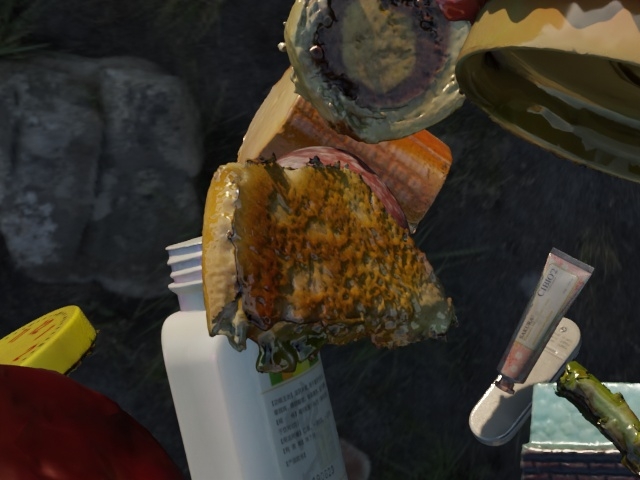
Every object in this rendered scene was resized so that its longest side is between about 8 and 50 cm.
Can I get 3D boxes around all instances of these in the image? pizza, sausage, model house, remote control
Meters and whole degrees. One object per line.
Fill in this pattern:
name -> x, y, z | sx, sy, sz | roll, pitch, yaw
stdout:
pizza -> -0.002, 0.017, 0.837 | 0.069, 0.226, 0.147 | -26, 75, 41
sausage -> 0.035, -0.141, 1.933 | 0.287, 0.233, 0.233 | 35, 107, -15
model house -> 0.405, 0.315, 1.444 | 0.280, 0.230, 0.249 | -3, 71, 27
remote control -> 0.320, 0.217, 1.835 | 0.077, 0.022, 0.245 | 29, 68, 33

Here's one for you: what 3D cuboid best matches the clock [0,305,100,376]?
clock -> -0.367, 0.153, 1.219 | 0.277, 0.293, 0.071 | -16, 109, 54

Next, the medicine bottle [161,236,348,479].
medicine bottle -> -0.066, 0.151, 1.170 | 0.124, 0.179, 0.324 | -8, 96, 32

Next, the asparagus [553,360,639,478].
asparagus -> 0.217, 0.146, 0.793 | 0.165, 0.030, 0.036 | 52, 119, 34

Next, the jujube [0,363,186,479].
jujube -> -0.145, 0.222, 0.526 | 0.258, 0.377, 0.258 | -11, 129, -14

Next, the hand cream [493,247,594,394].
hand cream -> 0.304, 0.117, 1.644 | 0.067, 0.043, 0.210 | 29, 96, 29

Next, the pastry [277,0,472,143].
pastry -> 0.073, -0.258, 1.610 | 0.256, 0.170, 0.237 | -31, 102, -22

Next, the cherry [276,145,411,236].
cherry -> 0.000, 0.000, 1.520 | 0.212, 0.285, 0.236 | -30, 125, 20

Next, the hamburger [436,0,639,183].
hamburger -> 0.137, -0.094, 0.403 | 0.175, 0.175, 0.137 | 21, 85, 10
